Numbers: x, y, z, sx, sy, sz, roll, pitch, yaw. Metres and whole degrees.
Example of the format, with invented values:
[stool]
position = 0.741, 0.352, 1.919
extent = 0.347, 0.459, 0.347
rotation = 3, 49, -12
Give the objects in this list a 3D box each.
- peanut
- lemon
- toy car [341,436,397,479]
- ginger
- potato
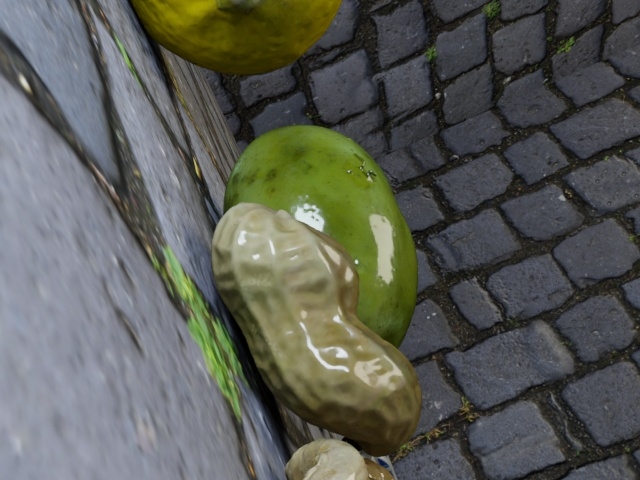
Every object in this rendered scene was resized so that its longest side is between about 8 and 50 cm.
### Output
[peanut]
position = -0.006, 0.073, 0.579
extent = 0.233, 0.110, 0.197
rotation = 61, -7, 14
[lemon]
position = -0.113, -0.378, 0.940
extent = 0.336, 0.336, 0.336
rotation = 156, -90, -88
[toy car]
position = 0.088, 0.392, 1.207
extent = 0.080, 0.070, 0.171
rotation = -115, -177, -60
[ginger]
position = 0.018, 0.185, 0.504
extent = 0.089, 0.075, 0.288
rotation = 29, -10, 13
[potato]
position = -0.001, 0.002, 0.803
extent = 0.216, 0.215, 0.304
rotation = 69, 4, -62
